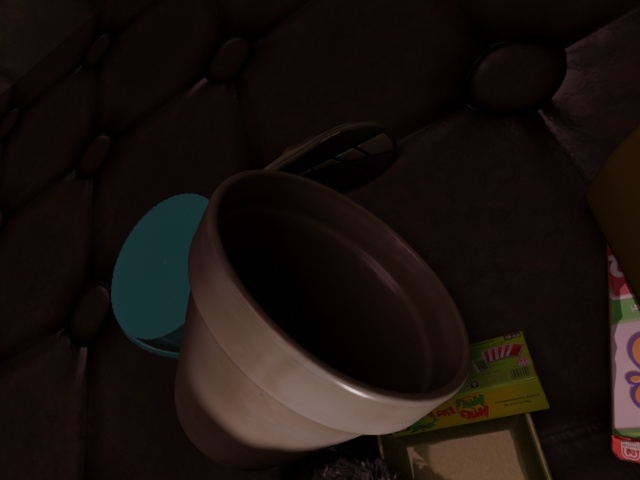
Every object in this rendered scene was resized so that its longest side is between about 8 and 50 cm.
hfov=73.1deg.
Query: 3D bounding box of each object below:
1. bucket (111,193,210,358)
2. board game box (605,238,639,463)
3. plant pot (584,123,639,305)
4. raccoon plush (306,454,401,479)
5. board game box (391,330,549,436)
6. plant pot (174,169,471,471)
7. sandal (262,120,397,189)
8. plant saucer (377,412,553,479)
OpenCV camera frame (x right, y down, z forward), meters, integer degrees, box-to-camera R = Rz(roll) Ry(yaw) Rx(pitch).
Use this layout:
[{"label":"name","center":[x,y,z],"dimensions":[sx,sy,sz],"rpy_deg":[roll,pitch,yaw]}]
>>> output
[{"label":"bucket","center":[-0.201,0.067,0.737],"dimensions":[0.281,0.183,0.281],"rpy_deg":[-13,62,26]},{"label":"board game box","center":[0.387,0.112,0.470],"dimensions":[0.124,0.039,0.260],"rpy_deg":[0,72,30]},{"label":"plant pot","center":[0.399,-0.040,0.395],"dimensions":[0.212,0.187,0.212],"rpy_deg":[-20,58,20]},{"label":"raccoon plush","center":[0.019,0.313,0.369],"dimensions":[0.446,0.299,0.216],"rpy_deg":[-19,61,35]},{"label":"board game box","center":[0.169,0.176,0.530],"dimensions":[0.181,0.092,0.043],"rpy_deg":[-21,104,21]},{"label":"plant pot","center":[-0.036,0.124,0.526],"dimensions":[0.280,0.323,0.323],"rpy_deg":[-55,50,28]},{"label":"sandal","center":[-0.015,-0.140,0.768],"dimensions":[0.302,0.120,0.086],"rpy_deg":[-18,47,23]},{"label":"plant saucer","center":[0.175,0.302,0.501],"dimensions":[0.188,0.045,0.189],"rpy_deg":[-21,61,21]}]
